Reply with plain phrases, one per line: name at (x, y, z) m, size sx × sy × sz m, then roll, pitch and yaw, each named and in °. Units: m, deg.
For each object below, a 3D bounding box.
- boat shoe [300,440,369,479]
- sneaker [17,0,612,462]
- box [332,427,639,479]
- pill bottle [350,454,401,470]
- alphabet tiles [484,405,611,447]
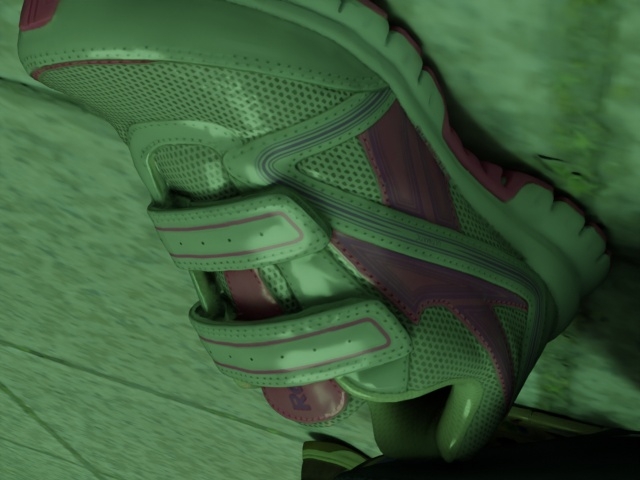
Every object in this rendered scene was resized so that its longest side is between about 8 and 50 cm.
boat shoe at (0.036, 0.196, 1.036) m, size 0.152 × 0.049 × 0.056 m, roll 35°, pitch 156°, yaw -34°
sneaker at (0.000, 0.000, 0.470) m, size 0.252 × 0.111 × 0.103 m, roll 34°, pitch 157°, yaw -32°
box at (0.184, 0.271, 0.482) m, size 0.294 × 0.395 × 0.212 m, roll -7°, pitch 173°, yaw 45°
pill bottle at (0.098, 0.182, 0.805) m, size 0.123 × 0.122 × 0.219 m, roll 30°, pitch 159°, yaw -22°
alphabet tiles at (0.179, 0.145, 0.822) m, size 0.237 × 0.009 × 0.198 m, roll 11°, pitch 158°, yaw 25°
